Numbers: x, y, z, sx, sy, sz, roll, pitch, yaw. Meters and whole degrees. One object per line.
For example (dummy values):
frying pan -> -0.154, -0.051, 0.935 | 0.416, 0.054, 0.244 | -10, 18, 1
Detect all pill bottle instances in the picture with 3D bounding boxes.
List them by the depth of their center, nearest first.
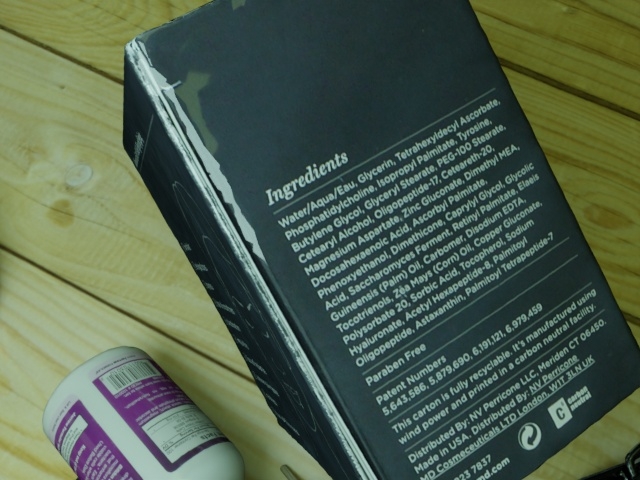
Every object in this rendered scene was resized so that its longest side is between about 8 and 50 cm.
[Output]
pill bottle -> -0.206, 0.290, 0.886 | 0.169, 0.169, 0.301 | -43, 64, -17

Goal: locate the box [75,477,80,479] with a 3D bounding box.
box -> -0.295, 0.401, 0.932 | 0.162, 0.029, 0.116 | 39, 73, 17

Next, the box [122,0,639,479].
box -> 0.015, -0.005, 0.781 | 0.297, 0.480, 0.471 | -32, 98, -14

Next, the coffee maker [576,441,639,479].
coffee maker -> 0.435, 0.346, 0.903 | 0.178, 0.171, 0.120 | -27, 45, 11

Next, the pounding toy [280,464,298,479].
pounding toy -> -0.011, 0.374, 0.900 | 0.130, 0.141, 0.100 | 33, 70, -2
